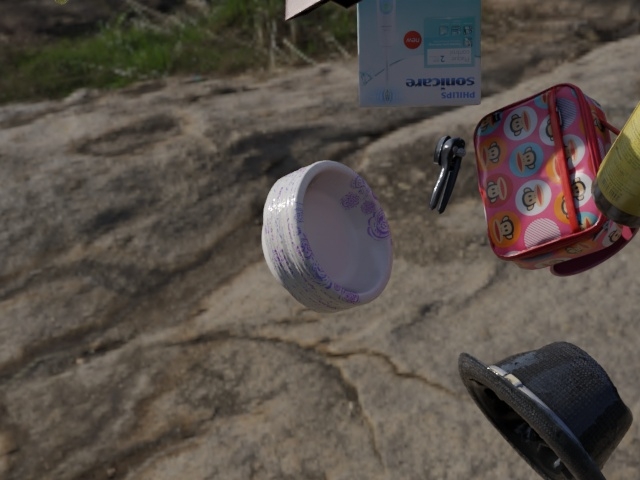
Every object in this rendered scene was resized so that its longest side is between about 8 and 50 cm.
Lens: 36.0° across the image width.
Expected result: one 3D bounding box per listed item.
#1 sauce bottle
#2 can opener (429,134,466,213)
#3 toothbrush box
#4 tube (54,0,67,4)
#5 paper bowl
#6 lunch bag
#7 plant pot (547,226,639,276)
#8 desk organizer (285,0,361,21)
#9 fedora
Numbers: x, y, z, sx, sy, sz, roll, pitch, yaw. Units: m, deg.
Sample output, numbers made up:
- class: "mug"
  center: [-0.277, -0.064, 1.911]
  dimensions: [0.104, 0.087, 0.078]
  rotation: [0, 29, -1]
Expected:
- class: "sauce bottle"
  center: [0.447, -0.149, 1.228]
  dimensions: [0.111, 0.344, 0.111]
  rotation: [4, 58, -6]
- class: "can opener"
  center: [0.288, -0.149, 2.239]
  dimensions: [0.059, 0.186, 0.073]
  rotation: [16, -11, -20]
- class: "toothbrush box"
  center: [0.173, -0.384, 1.741]
  dimensions: [0.216, 0.296, 0.126]
  rotation: [1, 10, 6]
- class: "tube"
  center: [-0.422, -0.540, 1.816]
  dimensions: [0.240, 0.070, 0.062]
  rotation: [-40, 51, 18]
- class: "paper bowl"
  center: [0.000, 0.000, 1.898]
  dimensions: [0.148, 0.284, 0.284]
  rotation: [-20, 14, 39]
- class: "lunch bag"
  center: [0.405, -0.111, 1.689]
  dimensions: [0.258, 0.293, 0.120]
  rotation: [-20, -26, 33]
- class: "plant pot"
  center: [0.497, -0.057, 1.942]
  dimensions: [0.201, 0.201, 0.180]
  rotation: [-16, 60, -18]
- class: "desk organizer"
  center: [0.008, -0.342, 1.364]
  dimensions: [0.047, 0.050, 0.130]
  rotation: [16, -23, -40]
- class: "fedora"
  center: [0.364, 0.256, 1.512]
  dimensions: [0.152, 0.334, 0.334]
  rotation: [-39, 34, -8]
